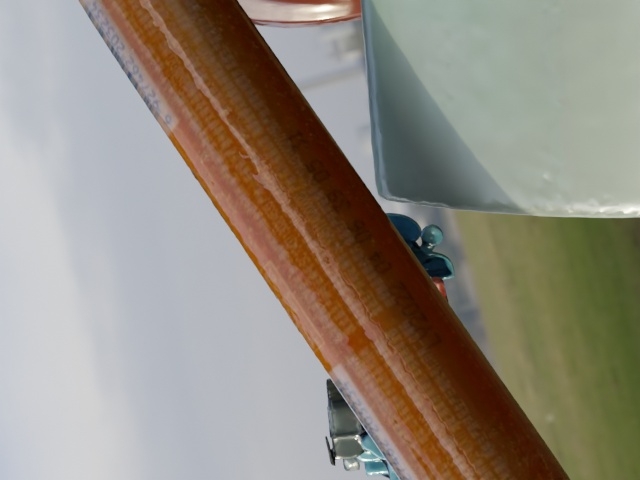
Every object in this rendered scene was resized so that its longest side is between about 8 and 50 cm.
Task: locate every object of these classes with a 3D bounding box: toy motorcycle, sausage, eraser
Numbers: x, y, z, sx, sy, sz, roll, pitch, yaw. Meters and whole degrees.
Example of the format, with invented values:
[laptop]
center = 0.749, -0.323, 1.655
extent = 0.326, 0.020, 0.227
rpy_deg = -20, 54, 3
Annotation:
[toy motorcycle]
center = 0.050, 0.082, 1.475
extent = 0.272, 0.123, 0.182
rpy_deg = -100, 4, -69
[sausage]
center = 0.000, 0.000, 0.738
extent = 0.348, 0.053, 0.053
rpy_deg = 56, -178, 6
[eraser]
center = 0.103, -0.158, 0.723
extent = 0.104, 0.189, 0.290
rpy_deg = -49, -44, -68

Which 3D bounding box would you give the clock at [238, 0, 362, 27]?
[clock]
center = -0.010, -0.287, 1.256
extent = 0.080, 0.318, 0.318
rpy_deg = 60, -164, -77
